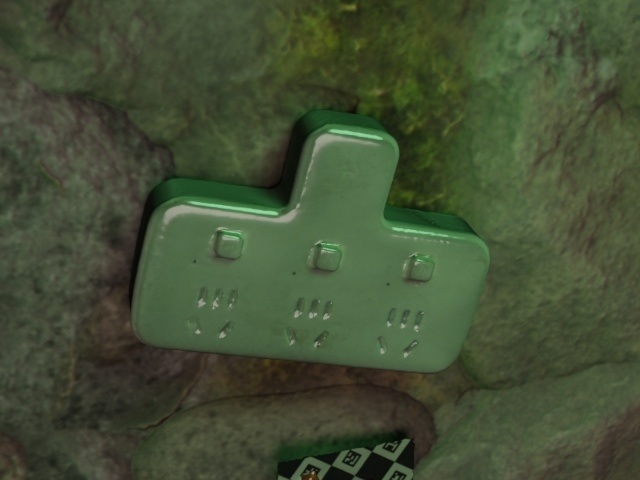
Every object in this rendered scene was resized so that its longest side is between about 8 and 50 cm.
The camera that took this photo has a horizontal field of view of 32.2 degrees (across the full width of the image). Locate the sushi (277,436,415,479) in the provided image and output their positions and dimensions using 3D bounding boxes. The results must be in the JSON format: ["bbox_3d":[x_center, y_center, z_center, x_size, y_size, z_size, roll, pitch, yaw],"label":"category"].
[{"bbox_3d":[0.019,0.223,0.959,0.126,0.026,0.120,-6,115,-16],"label":"sushi"}]

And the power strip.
[{"bbox_3d":[0.000,0.000,0.823,0.264,0.059,0.194,7,114,-17],"label":"power strip"}]
